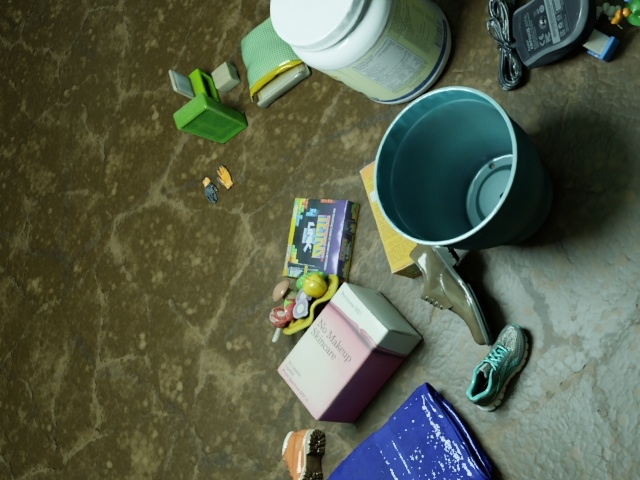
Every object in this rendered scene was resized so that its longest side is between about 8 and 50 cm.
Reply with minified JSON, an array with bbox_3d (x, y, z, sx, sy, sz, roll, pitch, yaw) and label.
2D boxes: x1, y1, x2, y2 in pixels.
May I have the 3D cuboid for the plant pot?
[{"bbox_3d":[0.276,-0.100,1.700,0.272,0.255,0.271,-11,72,36],"label":"plant pot"}]

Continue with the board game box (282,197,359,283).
[{"bbox_3d":[0.000,0.000,2.019,0.141,0.048,0.170,3,81,39],"label":"board game box"}]

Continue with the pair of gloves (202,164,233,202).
[{"bbox_3d":[-0.241,-0.132,2.259,0.083,0.010,0.074,-42,58,23],"label":"pair of gloves"}]

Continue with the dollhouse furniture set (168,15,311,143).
[{"bbox_3d":[-0.193,-0.389,2.194,0.301,0.151,0.197,-33,61,27],"label":"dollhouse furniture set"}]

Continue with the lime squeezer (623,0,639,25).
[{"bbox_3d":[0.599,-0.404,1.668,0.110,0.059,0.310,-44,49,-16],"label":"lime squeezer"}]

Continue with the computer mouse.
[{"bbox_3d":[0.410,-0.390,1.745,0.272,0.072,0.188,-16,80,64],"label":"computer mouse"}]

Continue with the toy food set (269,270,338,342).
[{"bbox_3d":[-0.054,0.118,1.941,0.218,0.071,0.128,-33,25,50],"label":"toy food set"}]

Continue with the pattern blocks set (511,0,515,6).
[{"bbox_3d":[0.331,-0.614,1.855,0.285,0.026,0.325,26,103,11],"label":"pattern blocks set"}]

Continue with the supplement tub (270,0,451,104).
[{"bbox_3d":[0.081,-0.418,1.881,0.235,0.325,0.235,-10,73,36],"label":"supplement tub"}]

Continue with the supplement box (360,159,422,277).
[{"bbox_3d":[0.154,-0.046,1.895,0.080,0.078,0.233,-32,61,28],"label":"supplement box"}]

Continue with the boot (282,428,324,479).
[{"bbox_3d":[-0.042,0.456,1.939,0.085,0.059,0.158,-7,66,39],"label":"boot"}]

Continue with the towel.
[{"bbox_3d":[0.160,0.441,1.781,0.308,0.076,0.227,-47,49,20],"label":"towel"}]

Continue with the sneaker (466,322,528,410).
[{"bbox_3d":[0.310,0.223,1.710,0.065,0.076,0.166,25,95,38],"label":"sneaker"}]

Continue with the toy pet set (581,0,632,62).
[{"bbox_3d":[0.512,-0.375,1.701,0.114,0.065,0.122,-62,18,15],"label":"toy pet set"}]

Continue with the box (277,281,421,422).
[{"bbox_3d":[0.054,0.219,1.874,0.232,0.127,0.148,-54,53,15],"label":"box"}]

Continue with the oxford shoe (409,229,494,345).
[{"bbox_3d":[0.238,0.102,1.769,0.096,0.083,0.227,-33,75,12],"label":"oxford shoe"}]
